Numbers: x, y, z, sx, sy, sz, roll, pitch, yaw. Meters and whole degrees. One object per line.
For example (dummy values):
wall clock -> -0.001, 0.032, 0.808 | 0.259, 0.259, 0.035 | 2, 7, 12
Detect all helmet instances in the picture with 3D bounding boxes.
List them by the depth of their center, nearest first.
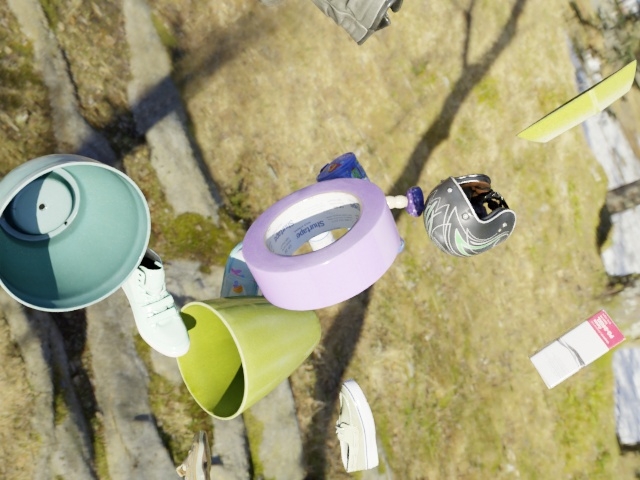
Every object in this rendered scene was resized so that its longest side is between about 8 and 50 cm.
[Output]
helmet -> 0.282, -0.048, 1.339 | 0.161, 0.169, 0.169 | -8, 73, -17

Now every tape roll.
tape roll -> 0.000, 0.000, 1.226 | 0.090, 0.275, 0.275 | 66, 31, -31

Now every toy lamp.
toy lamp -> 0.081, -0.079, 1.463 | 0.274, 0.080, 0.080 | -2, 67, -14

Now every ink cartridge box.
ink cartridge box -> 0.440, 0.188, 1.180 | 0.063, 0.150, 0.109 | 57, 8, 15

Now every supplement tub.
supplement tub -> 0.006, 0.005, 1.940 | 0.071, 0.071, 0.107 | -75, 149, -42

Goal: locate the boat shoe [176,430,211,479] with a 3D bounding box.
boat shoe -> -0.279, 0.491, 1.481 | 0.190, 0.072, 0.068 | -108, -173, -64

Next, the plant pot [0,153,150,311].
plant pot -> -0.502, -0.040, 1.287 | 0.293, 0.196, 0.293 | -23, 128, -33

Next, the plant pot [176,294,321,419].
plant pot -> -0.147, 0.239, 1.609 | 0.293, 0.275, 0.275 | -16, 83, -42

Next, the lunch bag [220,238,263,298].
lunch bag -> -0.191, 0.124, 1.871 | 0.108, 0.279, 0.224 | 17, 28, 11

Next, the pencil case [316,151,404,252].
pencil case -> 0.102, -0.078, 1.767 | 0.119, 0.133, 0.306 | -44, 114, -33

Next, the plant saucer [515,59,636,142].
plant saucer -> 0.500, -0.256, 1.304 | 0.188, 0.188, 0.045 | -33, 90, -34

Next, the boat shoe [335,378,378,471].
boat shoe -> 0.090, 0.516, 1.850 | 0.094, 0.109, 0.302 | -19, 115, -15

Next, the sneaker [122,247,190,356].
sneaker -> -0.363, 0.131, 1.488 | 0.094, 0.151, 0.256 | -28, 77, -32

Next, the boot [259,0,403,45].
boot -> 0.004, -0.313, 0.885 | 0.161, 0.246, 0.083 | 45, 80, -13
